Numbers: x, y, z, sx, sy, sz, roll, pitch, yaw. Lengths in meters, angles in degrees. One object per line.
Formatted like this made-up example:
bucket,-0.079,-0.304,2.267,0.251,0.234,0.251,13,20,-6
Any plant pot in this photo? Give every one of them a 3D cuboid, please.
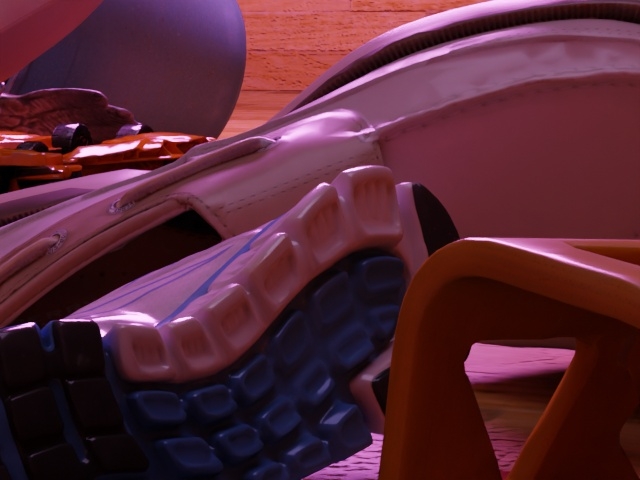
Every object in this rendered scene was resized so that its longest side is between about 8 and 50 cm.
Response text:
plant pot,-0.213,-0.166,1.617,0.255,0.271,0.272,13,-4,-43

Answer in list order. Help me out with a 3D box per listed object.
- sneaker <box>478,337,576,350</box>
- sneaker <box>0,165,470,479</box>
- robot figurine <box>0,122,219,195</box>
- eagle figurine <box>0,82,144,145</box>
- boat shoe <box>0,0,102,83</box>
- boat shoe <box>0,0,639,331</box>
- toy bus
sneaker,0.182,0.003,0.705,0.148,0.131,0.350,2,9,-34
sneaker,-0.047,0.046,0.432,0.083,0.071,0.191,-20,4,44
robot figurine,-0.145,-0.017,1.037,0.211,0.085,0.291,1,7,15
eagle figurine,-0.302,-0.080,1.287,0.298,0.225,0.226,30,59,19
boat shoe,-0.290,-0.117,1.034,0.340,0.158,0.127,-28,-2,9
boat shoe,-0.005,0.012,0.630,0.302,0.113,0.103,-21,25,11
toy bus,0.111,0.043,0.393,0.191,0.104,0.202,7,9,9
